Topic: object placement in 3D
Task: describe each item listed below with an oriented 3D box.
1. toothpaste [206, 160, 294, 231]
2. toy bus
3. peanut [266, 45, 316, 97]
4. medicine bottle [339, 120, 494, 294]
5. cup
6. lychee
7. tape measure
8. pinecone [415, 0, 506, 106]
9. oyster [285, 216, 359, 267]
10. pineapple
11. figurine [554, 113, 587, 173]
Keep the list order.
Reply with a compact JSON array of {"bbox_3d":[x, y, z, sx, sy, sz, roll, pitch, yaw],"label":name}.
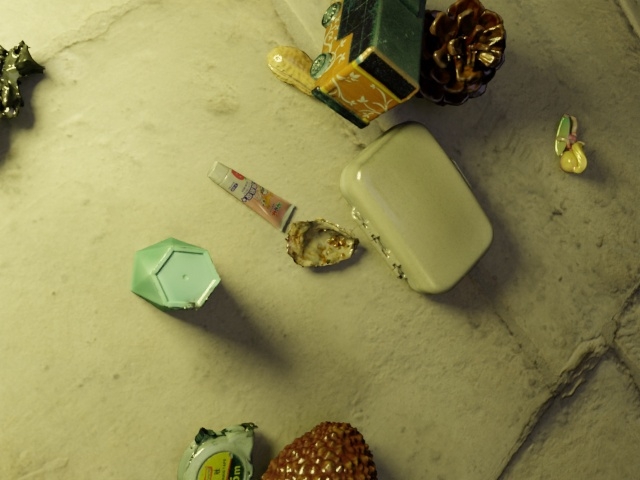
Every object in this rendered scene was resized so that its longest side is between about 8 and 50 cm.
[{"bbox_3d":[-0.144,-0.095,1.089,0.194,0.043,0.067,33,72,-24],"label":"toothpaste"},{"bbox_3d":[0.107,-0.424,1.088,0.162,0.194,0.323,27,60,-32],"label":"toy bus"},{"bbox_3d":[-0.035,-0.363,1.130,0.174,0.080,0.080,25,78,-24],"label":"peanut"},{"bbox_3d":[0.228,-0.072,1.201,0.282,0.123,0.375,-43,103,-21],"label":"medicine bottle"},{"bbox_3d":[-0.260,0.066,0.926,0.134,0.236,0.148,4,88,-22],"label":"cup"},{"bbox_3d":[0.010,0.485,1.030,0.271,0.271,0.271,1,87,-23],"label":"lychee"},{"bbox_3d":[-0.201,0.528,1.011,0.164,0.084,0.330,5,85,-21],"label":"tape measure"},{"bbox_3d":[0.298,-0.427,1.177,0.244,0.309,0.244,0,95,3],"label":"pinecone"},{"bbox_3d":[0.007,0.002,1.141,0.177,0.056,0.105,-7,97,-23],"label":"oyster"},{"bbox_3d":[-0.569,-0.246,0.881,0.237,0.111,0.119,-60,141,-23],"label":"pineapple"},{"bbox_3d":[0.695,-0.267,1.443,0.083,0.083,0.187,14,73,-22],"label":"figurine"}]
